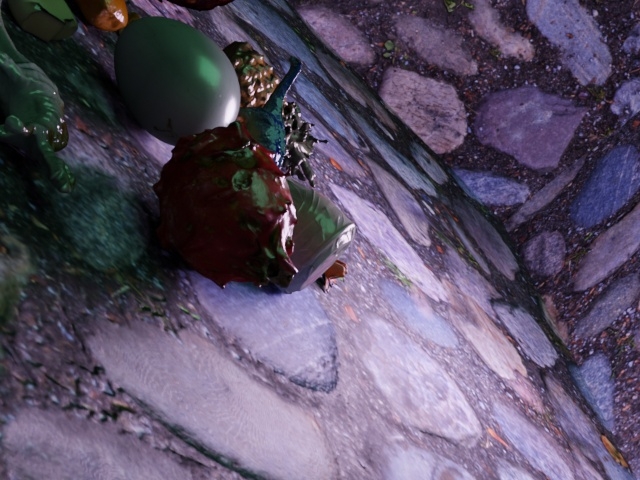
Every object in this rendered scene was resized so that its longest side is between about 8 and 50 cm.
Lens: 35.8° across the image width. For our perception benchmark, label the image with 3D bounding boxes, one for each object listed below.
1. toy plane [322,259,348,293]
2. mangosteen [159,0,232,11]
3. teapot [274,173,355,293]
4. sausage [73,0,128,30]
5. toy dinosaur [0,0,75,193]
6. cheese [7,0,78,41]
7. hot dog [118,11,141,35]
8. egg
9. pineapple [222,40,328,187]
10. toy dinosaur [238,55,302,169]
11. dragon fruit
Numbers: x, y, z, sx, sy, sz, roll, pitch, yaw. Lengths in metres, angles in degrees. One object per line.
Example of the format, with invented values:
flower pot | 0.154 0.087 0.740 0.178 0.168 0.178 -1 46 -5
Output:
toy plane | -0.011 0.004 1.832 0.188 0.062 0.135 62 18 -5
mangosteen | -0.300 -0.713 2.175 0.421 0.381 0.381 29 22 -18
teapot | -0.043 -0.024 1.658 0.178 0.163 0.221 47 15 7
sausage | -0.421 -0.475 1.795 0.098 0.098 0.238 22 34 -58
toy dinosaur | -0.404 -0.215 1.261 0.205 0.092 0.393 36 20 -40
cheese | -0.469 -0.416 1.607 0.127 0.050 0.255 28 27 -51
hot dog | -0.364 -0.412 1.918 0.044 0.028 0.137 51 13 -20
egg | -0.241 -0.265 1.635 0.264 0.183 0.183 49 15 24
pineapple | -0.098 -0.247 2.032 0.340 0.169 0.169 44 17 -28
toy dinosaur | -0.114 -0.184 1.869 0.076 0.147 0.363 59 31 -67
dragon fruit | -0.126 -0.032 1.399 0.268 0.210 0.205 54 -12 26
